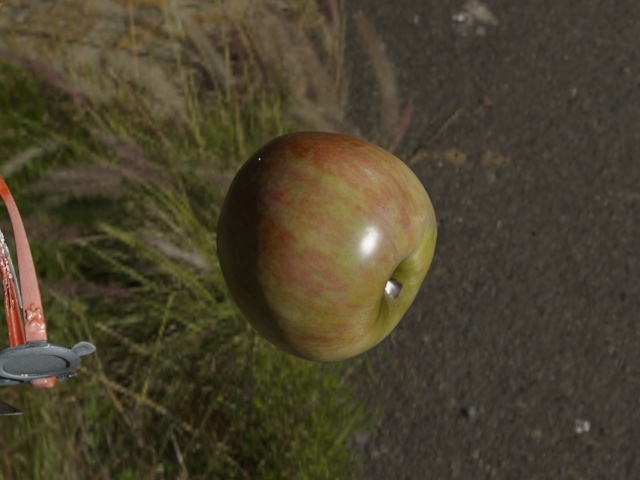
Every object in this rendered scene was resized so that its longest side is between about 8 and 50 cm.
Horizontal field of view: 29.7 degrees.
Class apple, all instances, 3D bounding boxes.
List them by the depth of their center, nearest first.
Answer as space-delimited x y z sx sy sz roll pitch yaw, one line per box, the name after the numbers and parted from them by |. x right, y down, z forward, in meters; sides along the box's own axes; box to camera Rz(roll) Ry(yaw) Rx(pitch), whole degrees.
0.000 0.000 1.369 0.234 0.257 0.257 34 52 19 | apple

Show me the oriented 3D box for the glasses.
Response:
-0.339 0.038 1.376 0.118 0.234 0.268 -6 78 -18 | glasses

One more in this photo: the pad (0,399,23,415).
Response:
-0.390 0.137 1.069 0.143 0.003 0.211 15 7 40 | pad

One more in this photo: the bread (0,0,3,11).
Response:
-0.189 -0.135 0.447 0.159 0.305 0.305 16 42 -18 | bread
